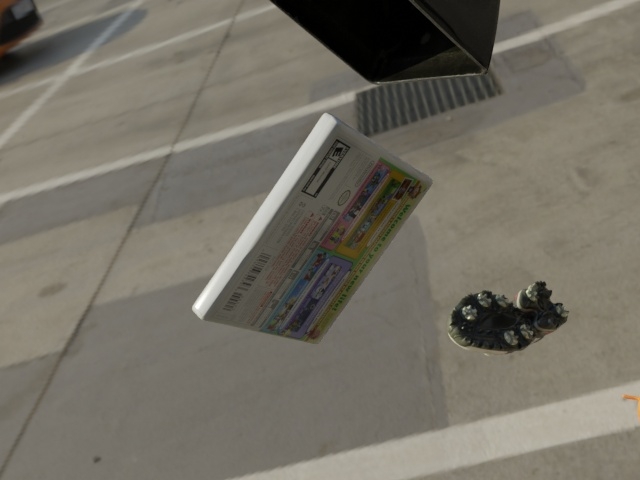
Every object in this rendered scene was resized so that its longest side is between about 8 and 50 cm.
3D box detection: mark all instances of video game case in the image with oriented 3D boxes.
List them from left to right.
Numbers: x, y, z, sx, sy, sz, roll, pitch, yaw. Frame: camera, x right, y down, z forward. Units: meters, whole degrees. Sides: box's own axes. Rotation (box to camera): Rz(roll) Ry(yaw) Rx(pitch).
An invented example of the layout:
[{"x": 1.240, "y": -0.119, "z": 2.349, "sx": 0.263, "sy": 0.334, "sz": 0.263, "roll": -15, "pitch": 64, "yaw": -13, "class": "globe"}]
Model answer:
[{"x": 0.000, "y": 0.000, "z": 0.827, "sx": 0.023, "sy": 0.193, "sz": 0.212, "roll": 40, "pitch": 100, "yaw": 33, "class": "video game case"}]

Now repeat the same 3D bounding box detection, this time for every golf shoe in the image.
[{"x": 0.275, "y": 0.143, "z": 1.345, "sx": 0.273, "sy": 0.105, "sz": 0.120, "roll": -3, "pitch": -36, "yaw": -45, "class": "golf shoe"}]

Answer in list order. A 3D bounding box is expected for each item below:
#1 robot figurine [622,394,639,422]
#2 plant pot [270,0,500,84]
[{"x": 0.509, "y": 0.240, "z": 1.128, "sx": 0.219, "sy": 0.158, "sz": 0.128, "roll": 40, "pitch": 61, "yaw": 22, "class": "robot figurine"}, {"x": 0.088, "y": -0.291, "z": 0.936, "sx": 0.187, "sy": 0.188, "sz": 0.167, "roll": 8, "pitch": 70, "yaw": 52, "class": "plant pot"}]
